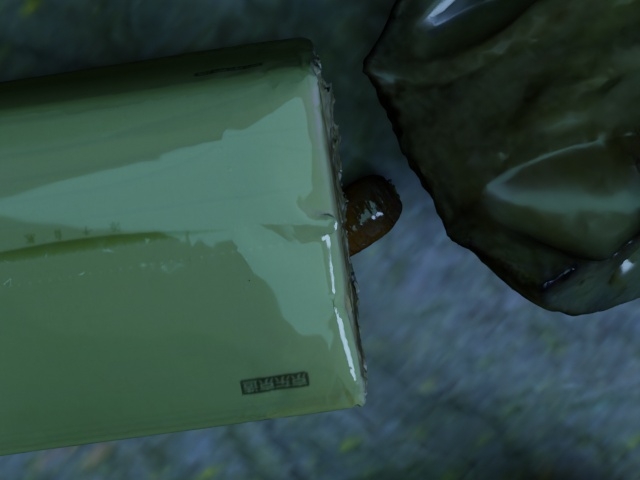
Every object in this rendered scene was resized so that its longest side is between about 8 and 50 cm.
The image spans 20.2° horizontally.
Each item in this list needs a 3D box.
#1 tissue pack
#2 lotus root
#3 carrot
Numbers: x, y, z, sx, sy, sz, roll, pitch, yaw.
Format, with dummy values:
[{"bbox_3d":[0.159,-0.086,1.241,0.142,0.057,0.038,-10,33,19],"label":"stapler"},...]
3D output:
[{"bbox_3d":[-0.101,0.003,0.825,0.234,0.125,0.159,-8,103,1],"label":"tissue pack"},{"bbox_3d":[0.183,-0.107,0.851,0.314,0.142,0.210,-27,71,5],"label":"lotus root"},{"bbox_3d":[0.000,0.000,0.902,0.093,0.032,0.032,-32,107,5],"label":"carrot"}]
